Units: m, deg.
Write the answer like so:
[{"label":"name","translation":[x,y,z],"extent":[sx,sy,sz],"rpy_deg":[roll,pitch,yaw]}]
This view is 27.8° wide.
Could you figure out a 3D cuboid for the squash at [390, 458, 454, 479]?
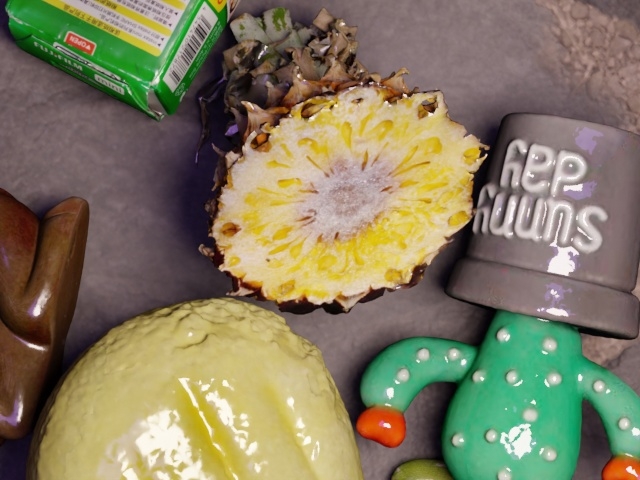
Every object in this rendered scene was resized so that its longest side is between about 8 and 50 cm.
[{"label":"squash","translation":[0.159,0.243,1.270],"extent":[0.183,0.052,0.052],"rpy_deg":[7,86,-12]}]

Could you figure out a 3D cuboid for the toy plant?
[{"label":"toy plant","translation":[0.191,0.086,1.214],"extent":[0.279,0.185,0.400],"rpy_deg":[12,89,-12]}]

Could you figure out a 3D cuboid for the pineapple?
[{"label":"pineapple","translation":[-0.009,-0.108,1.176],"extent":[0.262,0.272,0.262],"rpy_deg":[-10,133,-11]}]

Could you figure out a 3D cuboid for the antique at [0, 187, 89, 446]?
[{"label":"antique","translation":[-0.302,0.077,1.172],"extent":[0.143,0.121,0.257],"rpy_deg":[8,85,-1]}]

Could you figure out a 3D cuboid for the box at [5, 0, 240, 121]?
[{"label":"box","translation":[-0.163,-0.258,1.210],"extent":[0.180,0.103,0.250],"rpy_deg":[27,82,3]}]

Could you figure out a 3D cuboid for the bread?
[{"label":"bread","translation":[-0.106,0.212,1.133],"extent":[0.320,0.237,0.321],"rpy_deg":[-1,94,-12]}]
